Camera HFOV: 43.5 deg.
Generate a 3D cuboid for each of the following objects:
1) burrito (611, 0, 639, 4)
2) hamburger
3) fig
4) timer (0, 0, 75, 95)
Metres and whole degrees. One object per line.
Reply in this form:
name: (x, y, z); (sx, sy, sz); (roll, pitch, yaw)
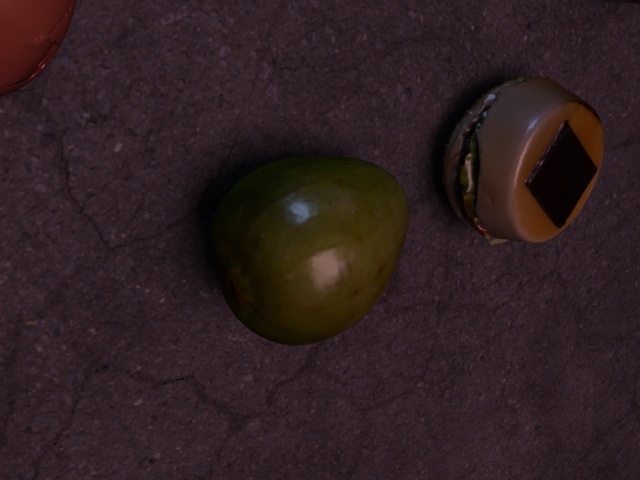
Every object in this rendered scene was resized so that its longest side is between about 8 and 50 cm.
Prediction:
burrito: (0.594, -0.450, 1.321); (0.105, 0.299, 0.143); (-23, 110, -14)
hamburger: (0.345, -0.137, 1.375); (0.302, 0.170, 0.301); (-19, 122, -34)
fig: (0.000, 0.000, 1.136); (0.326, 0.258, 0.258); (-31, 129, -42)
timer: (-0.352, -0.251, 0.754); (0.229, 0.230, 0.215); (-56, 138, 0)
